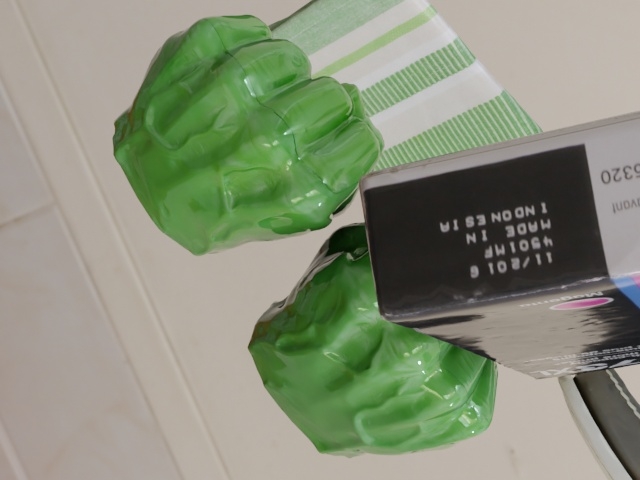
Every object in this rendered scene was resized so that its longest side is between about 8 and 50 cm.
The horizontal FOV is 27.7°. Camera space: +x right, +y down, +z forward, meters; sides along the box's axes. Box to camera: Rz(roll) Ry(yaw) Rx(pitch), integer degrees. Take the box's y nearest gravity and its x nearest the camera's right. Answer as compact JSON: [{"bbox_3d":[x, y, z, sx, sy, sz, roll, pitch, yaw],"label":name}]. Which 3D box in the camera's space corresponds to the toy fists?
[{"bbox_3d":[0.000,0.000,0.730,0.096,0.279,0.142,-36,-174,-32],"label":"toy fists"}]

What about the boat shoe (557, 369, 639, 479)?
[{"bbox_3d":[0.285,0.202,0.917,0.091,0.305,0.109,-38,161,9],"label":"boat shoe"}]

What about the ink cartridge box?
[{"bbox_3d":[0.160,0.015,0.604,0.176,0.069,0.371,-12,168,18],"label":"ink cartridge box"}]

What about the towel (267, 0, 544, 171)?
[{"bbox_3d":[0.094,-0.159,1.487,0.248,0.325,0.038,-23,-148,43],"label":"towel"}]
